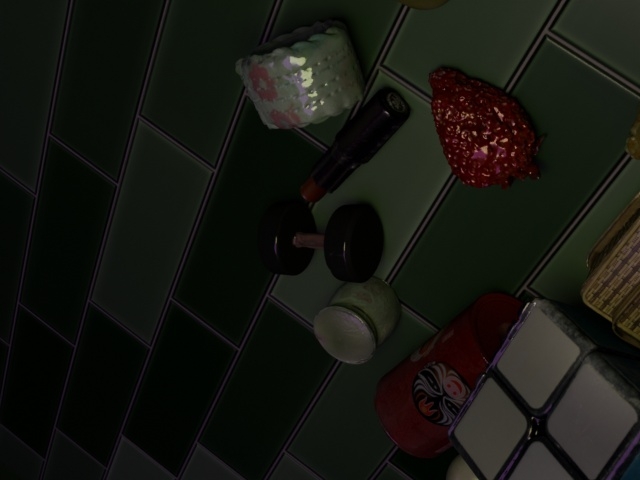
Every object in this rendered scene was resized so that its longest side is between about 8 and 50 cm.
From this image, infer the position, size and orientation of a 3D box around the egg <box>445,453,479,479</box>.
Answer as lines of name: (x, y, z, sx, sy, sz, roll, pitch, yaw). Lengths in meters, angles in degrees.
egg: (0.352, 0.541, 1.889, 0.151, 0.151, 0.209, -9, 119, 38)

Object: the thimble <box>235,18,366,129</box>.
thimble: (-0.034, -0.290, 1.559, 0.210, 0.185, 0.149, -16, 113, 14)

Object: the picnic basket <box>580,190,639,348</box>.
picnic basket: (0.589, 0.068, 1.380, 0.312, 0.175, 0.228, 36, 128, 9)

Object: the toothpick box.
toothpick box: (0.275, 0.269, 1.725, 0.204, 0.204, 0.333, 44, 134, 1)

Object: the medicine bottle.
medicine bottle: (0.078, 0.164, 1.826, 0.147, 0.143, 0.147, 18, 129, 23)

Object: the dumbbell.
dumbbell: (0.000, 0.000, 1.763, 0.218, 0.152, 0.153, 5, 122, 32)

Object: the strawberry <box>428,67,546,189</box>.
strawberry: (0.268, -0.190, 1.489, 0.174, 0.098, 0.228, -16, 111, 39)

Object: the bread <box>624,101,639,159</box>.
bread: (0.586, -0.149, 1.285, 0.267, 0.130, 0.152, 26, 122, 18)

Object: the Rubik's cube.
Rubik's cube: (0.454, 0.317, 1.432, 0.316, 0.318, 0.313, -64, 34, 19)

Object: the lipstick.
lipstick: (0.055, -0.169, 1.660, 0.081, 0.081, 0.299, 46, 133, -1)

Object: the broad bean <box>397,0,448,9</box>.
broad bean: (0.139, -0.489, 1.381, 0.189, 0.121, 0.263, -9, 129, 32)
